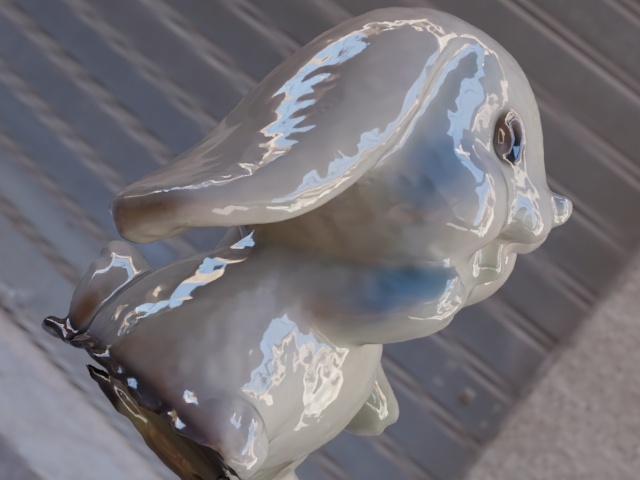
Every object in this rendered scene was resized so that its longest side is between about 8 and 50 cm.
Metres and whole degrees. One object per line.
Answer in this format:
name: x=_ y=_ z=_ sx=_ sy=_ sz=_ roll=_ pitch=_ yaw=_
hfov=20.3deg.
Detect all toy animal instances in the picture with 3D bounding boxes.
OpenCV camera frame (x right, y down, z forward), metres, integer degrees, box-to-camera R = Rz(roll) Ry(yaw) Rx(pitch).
toy animal: x=-0.009 y=0.014 z=0.935 sx=0.174 sy=0.249 sz=0.289 roll=42 pitch=57 yaw=14
